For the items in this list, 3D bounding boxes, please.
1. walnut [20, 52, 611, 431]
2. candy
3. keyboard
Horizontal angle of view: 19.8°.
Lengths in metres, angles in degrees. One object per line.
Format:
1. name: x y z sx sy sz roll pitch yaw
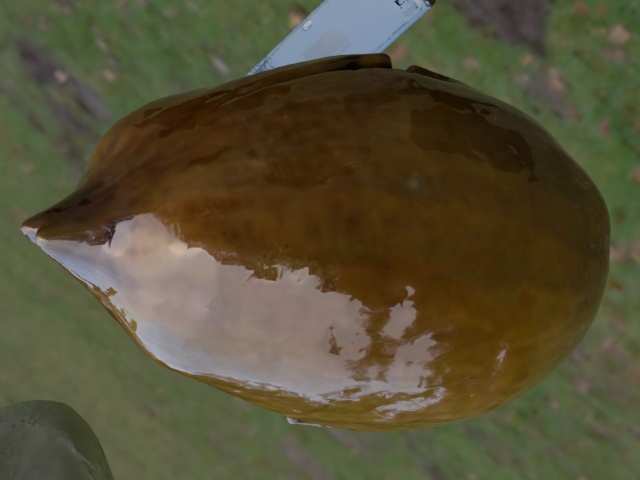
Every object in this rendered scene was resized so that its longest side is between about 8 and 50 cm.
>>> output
1. walnut: 0.000 0.000 0.985 0.336 0.209 0.209 5 -174 -30
2. candy: -0.265 0.261 1.522 0.185 0.295 0.295 38 168 -22
3. keyboard: 0.007 -0.137 1.305 0.055 0.014 0.176 50 126 -1
